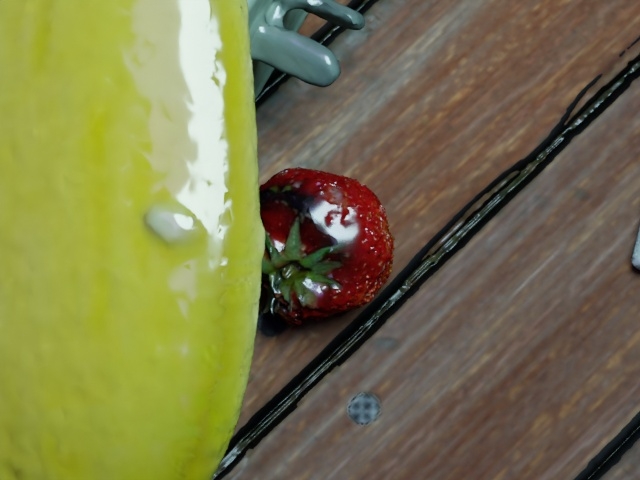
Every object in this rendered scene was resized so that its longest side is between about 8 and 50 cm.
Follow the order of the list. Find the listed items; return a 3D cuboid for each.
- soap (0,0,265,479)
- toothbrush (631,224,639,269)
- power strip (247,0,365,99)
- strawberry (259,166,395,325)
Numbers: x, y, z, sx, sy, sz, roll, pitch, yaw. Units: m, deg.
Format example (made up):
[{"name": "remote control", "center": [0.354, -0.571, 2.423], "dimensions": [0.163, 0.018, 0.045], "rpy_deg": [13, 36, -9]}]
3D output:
[{"name": "soap", "center": [-0.170, -0.019, 1.133], "dimensions": [0.306, 0.115, 0.427], "rpy_deg": [2, 88, 23]}, {"name": "toothbrush", "center": [0.245, -0.110, 1.273], "dimensions": [0.026, 0.024, 0.288], "rpy_deg": [18, 69, -7]}, {"name": "power strip", "center": [-0.077, -0.161, 1.234], "dimensions": [0.224, 0.140, 0.139], "rpy_deg": [27, 71, 9]}, {"name": "strawberry", "center": [0.001, -0.001, 1.201], "dimensions": [0.106, 0.106, 0.106], "rpy_deg": [0, 69, 1]}]
